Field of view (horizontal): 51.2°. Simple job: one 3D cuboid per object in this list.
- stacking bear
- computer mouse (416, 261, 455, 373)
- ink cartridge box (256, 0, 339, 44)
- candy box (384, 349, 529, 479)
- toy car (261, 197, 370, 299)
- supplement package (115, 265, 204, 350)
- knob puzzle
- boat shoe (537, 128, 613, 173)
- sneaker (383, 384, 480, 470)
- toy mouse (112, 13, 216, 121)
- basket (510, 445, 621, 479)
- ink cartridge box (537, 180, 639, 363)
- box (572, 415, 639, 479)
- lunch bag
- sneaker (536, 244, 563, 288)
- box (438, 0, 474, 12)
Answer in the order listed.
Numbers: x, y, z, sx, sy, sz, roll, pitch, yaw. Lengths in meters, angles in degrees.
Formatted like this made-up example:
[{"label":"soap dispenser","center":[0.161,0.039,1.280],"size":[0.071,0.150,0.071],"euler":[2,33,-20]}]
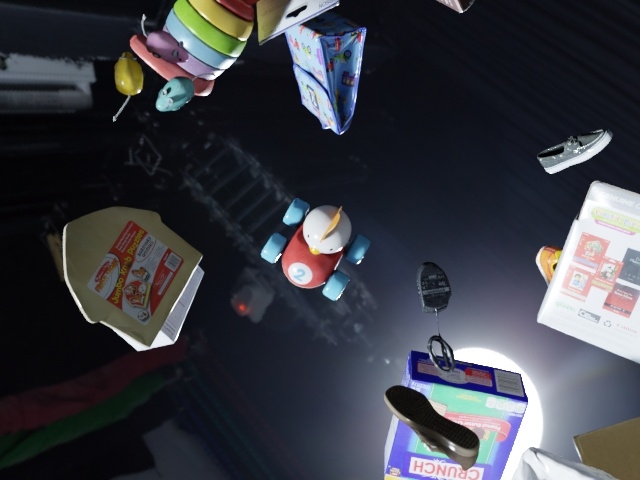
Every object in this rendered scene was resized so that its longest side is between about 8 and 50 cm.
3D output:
[{"label":"stacking bear","center":[-0.201,-0.440,1.289],"size":[0.289,0.164,0.175],"euler":[-48,-8,23]},{"label":"computer mouse","center":[0.249,0.166,1.442],"size":[0.071,0.241,0.041],"euler":[-5,-8,-9]},{"label":"ink cartridge box","center":[-0.039,-0.518,1.312],"size":[0.223,0.223,0.045],"euler":[-11,-12,40]},{"label":"candy box","center":[0.306,0.439,1.565],"size":[0.122,0.268,0.317],"euler":[-72,-8,-62]},{"label":"toy car","center":[0.000,0.000,1.584],"size":[0.210,0.219,0.238],"euler":[-59,-1,-16]},{"label":"supplement package","center":[-0.429,0.144,1.746],"size":[0.134,0.244,0.139],"euler":[-16,-51,29]},{"label":"knob puzzle","center":[-0.290,0.036,0.974],"size":[0.213,0.213,0.030],"euler":[-24,5,-41]},{"label":"boat shoe","center":[0.443,-0.161,1.176],"size":[0.142,0.040,0.049],"euler":[-32,22,53]},{"label":"sneaker","center":[0.179,0.319,1.126],"size":[0.066,0.188,0.071],"euler":[-26,-49,-35]},{"label":"toy mouse","center":[-0.217,-0.244,0.947],"size":[0.143,0.160,0.031],"euler":[2,-10,-17]},{"label":"basket","center":[0.426,0.524,0.953],"size":[0.266,0.328,0.331],"euler":[27,-96,-43]},{"label":"ink cartridge box","center":[0.544,0.055,1.050],"size":[0.130,0.310,0.271],"euler":[-37,-37,-51]},{"label":"box","center":[0.560,0.426,1.184],"size":[0.165,0.201,0.021],"euler":[-12,-19,-13]},{"label":"lunch bag","center":[0.013,-0.437,1.773],"size":[0.138,0.221,0.293],"euler":[-20,-52,-21]},{"label":"sneaker","center":[0.471,0.084,1.276],"size":[0.064,0.067,0.175],"euler":[-45,-64,-9]},{"label":"box","center":[0.166,-0.475,0.965],"size":[0.168,0.203,0.167],"euler":[-49,-35,4]}]
